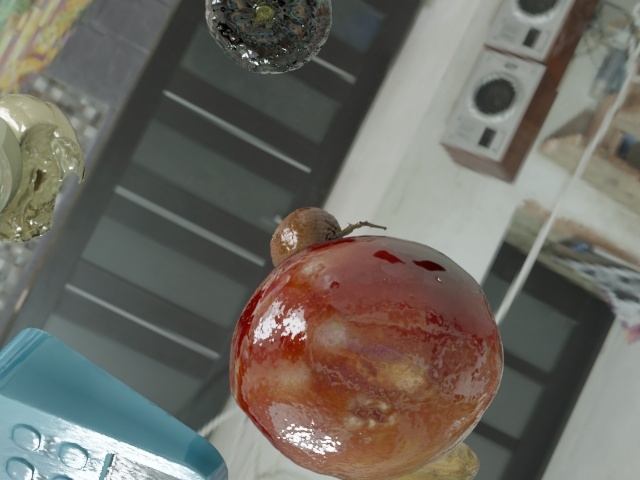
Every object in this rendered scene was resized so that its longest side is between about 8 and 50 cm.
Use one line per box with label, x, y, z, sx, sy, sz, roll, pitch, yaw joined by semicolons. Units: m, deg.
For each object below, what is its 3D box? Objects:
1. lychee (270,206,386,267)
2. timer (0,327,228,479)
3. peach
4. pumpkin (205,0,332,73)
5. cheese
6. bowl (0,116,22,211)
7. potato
lychee;-0.006;-0.001;1.470;0.101;0.140;0.114;51;-154;4
timer;-0.226;0.228;1.029;0.250;0.091;0.232;29;133;7
peach;0.037;0.106;0.935;0.243;0.243;0.199;29;-154;-26
pumpkin;-0.093;-0.410;1.893;0.233;0.233;0.163;27;-160;-4
cheese;-0.547;-0.134;1.949;0.127;0.266;0.233;2;-146;-45
bowl;-0.614;-0.110;1.766;0.238;0.237;0.126;29;-170;-25
potato;0.143;0.373;1.802;0.235;0.128;0.161;-24;130;36
